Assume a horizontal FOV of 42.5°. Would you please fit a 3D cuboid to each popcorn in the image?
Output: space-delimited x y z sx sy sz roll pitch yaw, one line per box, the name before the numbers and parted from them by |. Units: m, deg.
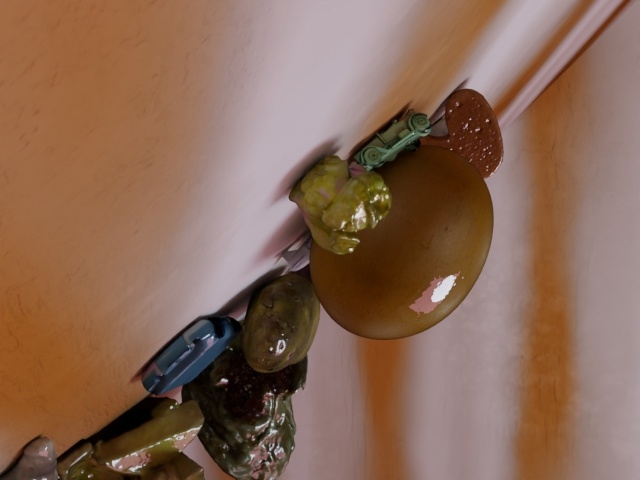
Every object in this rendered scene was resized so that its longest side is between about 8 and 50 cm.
popcorn | 0.029 -0.055 1.113 0.126 0.126 0.145 -37 -161 17

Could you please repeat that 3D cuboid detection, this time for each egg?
egg | 0.137 0.002 1.385 0.351 0.282 0.282 -55 172 2

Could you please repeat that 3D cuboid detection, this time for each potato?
potato | -0.083 0.164 1.614 0.296 0.141 0.192 -41 145 -80

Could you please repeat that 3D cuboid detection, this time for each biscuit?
biscuit | 0.245 -0.184 1.554 0.192 0.186 0.036 -21 -153 11

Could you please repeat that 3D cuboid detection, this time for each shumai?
shumai | -0.121 0.344 1.812 0.288 0.330 0.292 -34 160 6

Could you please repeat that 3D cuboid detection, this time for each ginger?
ginger | -0.411 0.501 1.631 0.413 0.211 0.358 -45 171 16

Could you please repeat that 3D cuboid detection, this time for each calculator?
calculator | -0.228 0.203 1.500 0.173 0.051 0.293 -44 174 1

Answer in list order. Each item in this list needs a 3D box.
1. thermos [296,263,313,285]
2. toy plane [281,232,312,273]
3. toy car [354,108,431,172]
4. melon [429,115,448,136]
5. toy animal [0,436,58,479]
thermos | -0.016 0.091 1.866 0.124 0.099 0.232 -5 169 -6
toy plane | 0.000 0.000 1.529 0.171 0.065 0.162 -37 -179 -9
toy car | 0.107 -0.148 1.278 0.143 0.054 0.073 -36 169 -22
melon | 0.250 -0.189 1.647 0.093 0.202 0.140 6 97 -57
toy animal | -0.484 0.473 1.205 0.308 0.188 0.266 -43 -177 -34
